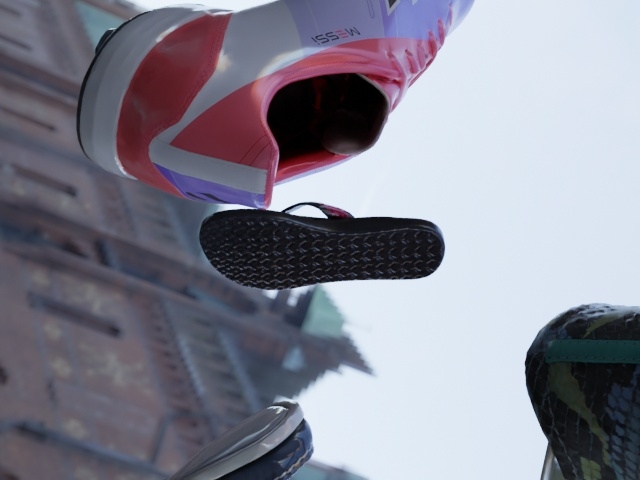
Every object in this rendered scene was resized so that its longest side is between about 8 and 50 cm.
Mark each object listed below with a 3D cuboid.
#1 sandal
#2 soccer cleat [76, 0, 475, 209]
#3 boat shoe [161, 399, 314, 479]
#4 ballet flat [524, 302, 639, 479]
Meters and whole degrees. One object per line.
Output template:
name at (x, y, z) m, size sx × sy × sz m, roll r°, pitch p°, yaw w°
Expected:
sandal at (0.000, 0.000, 1.287) m, size 0.040 × 0.179 × 0.067 m, roll -101°, pitch -163°, yaw -49°
soccer cleat at (0.013, -0.093, 0.948) m, size 0.318 × 0.116 × 0.109 m, roll -30°, pitch 138°, yaw -48°
boat shoe at (-0.074, 0.181, 1.136) m, size 0.254 × 0.079 × 0.095 m, roll -38°, pitch 177°, yaw 41°
ballet flat at (0.093, 0.071, 0.462) m, size 0.070 × 0.188 × 0.070 m, roll -10°, pitch -129°, yaw 13°
